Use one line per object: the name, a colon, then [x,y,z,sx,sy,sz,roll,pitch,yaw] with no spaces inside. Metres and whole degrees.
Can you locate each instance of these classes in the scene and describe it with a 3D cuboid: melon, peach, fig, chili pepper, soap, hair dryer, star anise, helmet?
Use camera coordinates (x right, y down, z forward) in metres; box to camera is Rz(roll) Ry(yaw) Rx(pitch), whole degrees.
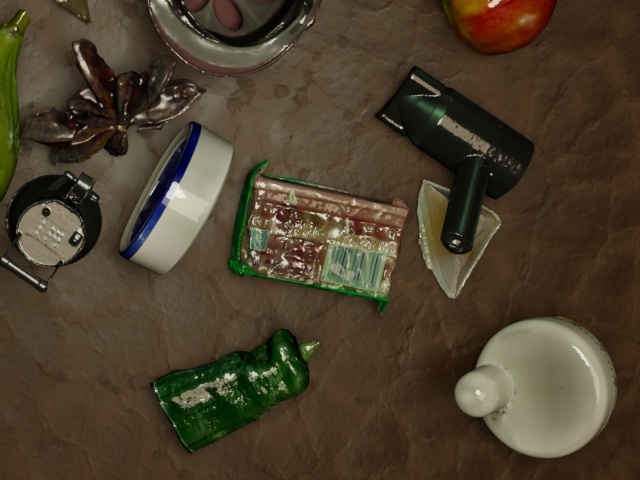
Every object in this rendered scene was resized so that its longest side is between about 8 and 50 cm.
melon: [0.239,-0.011,2.021,0.139,0.093,0.203,-16,103,-18]
peach: [0.292,-0.392,1.948,0.197,0.197,0.197,-1,96,-12]
fig: [-0.509,-0.160,1.788,0.314,0.233,0.233,-40,102,-23]
chili pepper: [-0.121,0.226,1.961,0.270,0.099,0.136,-26,91,-4]
soap: [0.001,0.000,1.965,0.273,0.098,0.218,11,93,-13]
hair dryer: [0.195,-0.113,1.918,0.244,0.302,0.116,30,132,-12]
star anise: [-0.310,-0.200,1.823,0.282,0.212,0.129,-42,67,31]
helmet: [-0.133,-0.420,1.845,0.271,0.197,0.338,19,97,-21]

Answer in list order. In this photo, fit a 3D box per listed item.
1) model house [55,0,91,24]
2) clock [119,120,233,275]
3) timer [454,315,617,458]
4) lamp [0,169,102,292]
model house: [-0.399,-0.421,1.818,0.180,0.176,0.248,-27,122,2]
clock: [-0.216,-0.062,1.846,0.083,0.230,0.230,29,89,-18]
timer: [0.354,0.240,1.992,0.233,0.240,0.234,3,96,30]
lamp: [-0.390,-0.026,1.812,0.147,0.227,0.172,37,87,-13]
